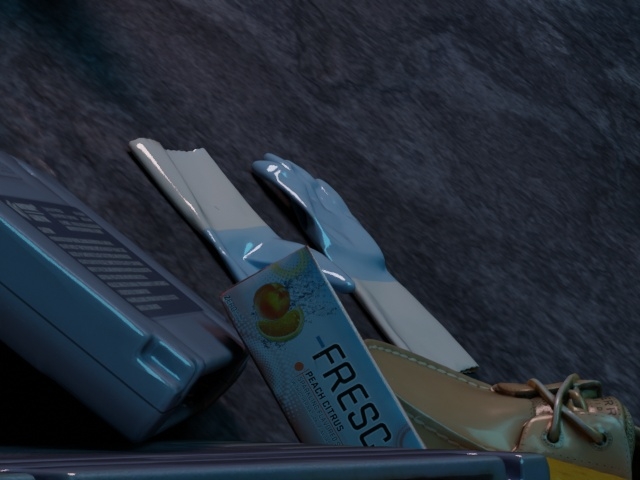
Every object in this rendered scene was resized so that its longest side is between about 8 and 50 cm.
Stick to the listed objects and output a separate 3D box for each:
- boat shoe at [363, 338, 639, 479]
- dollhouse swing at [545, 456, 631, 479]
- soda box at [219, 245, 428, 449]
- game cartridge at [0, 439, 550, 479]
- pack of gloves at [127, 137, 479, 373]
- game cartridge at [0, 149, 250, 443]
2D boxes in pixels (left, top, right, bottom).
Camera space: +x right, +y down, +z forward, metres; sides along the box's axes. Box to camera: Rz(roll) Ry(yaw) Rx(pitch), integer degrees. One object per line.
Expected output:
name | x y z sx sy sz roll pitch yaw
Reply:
boat shoe | 0.153 0.135 1.280 0.341 0.110 0.121 27 26 -23
dollhouse swing | 0.263 0.223 1.033 0.315 0.305 0.347 19 30 -35
soda box | 0.015 0.098 1.074 0.183 0.058 0.063 60 -4 12
game cartridge | -0.088 0.120 0.878 0.355 0.230 0.068 5 80 -50
pack of gloves | 0.000 0.000 1.401 0.195 0.046 0.232 1 42 -52
game cartridge | -0.137 0.020 1.056 0.198 0.062 0.297 35 2 5
